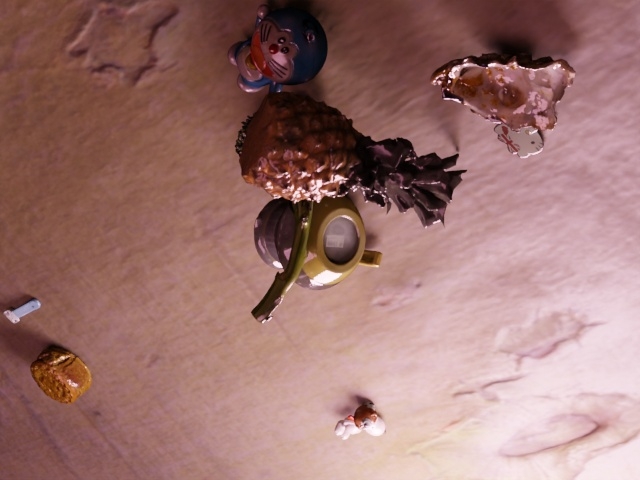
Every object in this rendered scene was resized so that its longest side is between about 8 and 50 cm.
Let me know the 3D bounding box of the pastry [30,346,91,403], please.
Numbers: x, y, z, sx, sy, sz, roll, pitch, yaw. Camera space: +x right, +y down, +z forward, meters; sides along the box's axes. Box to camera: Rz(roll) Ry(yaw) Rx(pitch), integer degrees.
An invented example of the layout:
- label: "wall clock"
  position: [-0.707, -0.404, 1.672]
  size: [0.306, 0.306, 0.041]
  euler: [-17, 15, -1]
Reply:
- label: "pastry"
  position: [-0.423, 0.220, 2.476]
  size: [0.097, 0.057, 0.109]
  euler: [20, 139, 20]

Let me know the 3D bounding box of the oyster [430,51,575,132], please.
- label: "oyster"
  position: [0.193, -0.170, 1.631]
  size: [0.148, 0.051, 0.103]
  euler: [12, 136, 3]

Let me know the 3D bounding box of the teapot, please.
- label: "teapot"
  position: [0.000, 0.000, 1.908]
  size: [0.165, 0.130, 0.119]
  euler: [23, 171, -40]

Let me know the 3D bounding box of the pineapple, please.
- label: "pineapple"
  position: [0.038, -0.085, 1.730]
  size: [0.248, 0.128, 0.128]
  euler: [16, 144, -14]

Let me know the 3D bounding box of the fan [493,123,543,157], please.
- label: "fan"
  position: [0.233, -0.121, 1.693]
  size: [0.056, 0.004, 0.083]
  euler: [47, 139, -16]

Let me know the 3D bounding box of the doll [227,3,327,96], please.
- label: "doll"
  position: [-0.047, -0.215, 1.732]
  size: [0.152, 0.085, 0.114]
  euler: [-13, 99, 55]

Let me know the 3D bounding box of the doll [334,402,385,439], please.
- label: "doll"
  position: [0.055, 0.262, 2.199]
  size: [0.085, 0.040, 0.058]
  euler: [-3, 139, 37]

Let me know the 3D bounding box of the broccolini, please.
- label: "broccolini"
  position: [-0.066, -0.038, 1.824]
  size: [0.123, 0.272, 0.062]
  euler: [12, -179, 34]

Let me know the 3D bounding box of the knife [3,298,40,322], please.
- label: "knife"
  position: [-0.475, 0.111, 2.437]
  size: [0.027, 0.010, 0.096]
  euler: [48, 137, -16]
